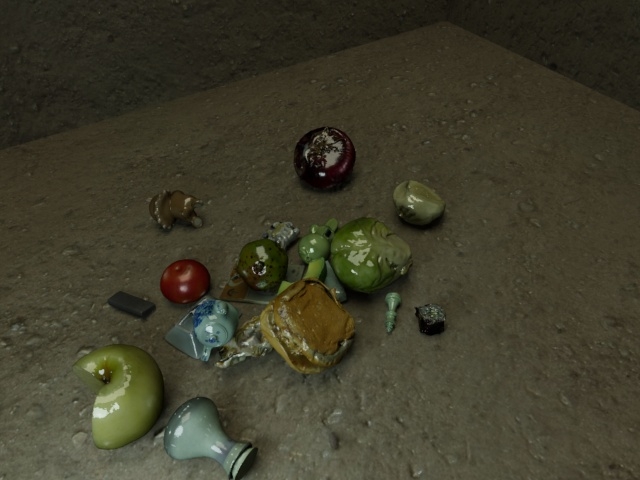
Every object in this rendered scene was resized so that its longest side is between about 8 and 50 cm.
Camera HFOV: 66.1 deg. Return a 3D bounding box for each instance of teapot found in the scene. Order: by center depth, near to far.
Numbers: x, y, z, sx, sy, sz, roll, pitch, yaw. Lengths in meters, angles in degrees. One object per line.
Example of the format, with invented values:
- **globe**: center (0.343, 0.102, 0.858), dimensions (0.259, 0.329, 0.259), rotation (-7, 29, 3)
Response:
- **teapot**: center (-0.310, 0.571, 1.396), dimensions (0.251, 0.183, 0.183), rotation (26, 52, 18)
- **teapot**: center (-0.357, 0.298, 1.650), dimensions (0.159, 0.232, 0.159), rotation (21, 20, -8)

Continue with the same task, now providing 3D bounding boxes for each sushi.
- **sushi**: center (0.372, 0.261, 1.659), dimensions (0.094, 0.084, 0.098), rotation (-8, 45, -1)

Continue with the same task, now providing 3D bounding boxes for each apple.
- **apple**: center (-0.593, 0.460, 1.493), dimensions (0.233, 0.258, 0.295), rotation (-25, 47, -18)

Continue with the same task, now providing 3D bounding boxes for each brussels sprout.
- **brussels sprout**: center (0.176, 0.047, 1.813), dimensions (0.316, 0.243, 0.274), rotation (-23, 50, -24)

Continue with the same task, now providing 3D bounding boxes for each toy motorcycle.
- **toy motorcycle**: center (-0.161, -0.017, 2.076), dimensions (0.151, 0.074, 0.229), rotation (-7, 32, 11)

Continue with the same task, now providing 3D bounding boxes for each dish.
- **dish**: center (-0.433, 0.289, 1.784), dimensions (0.182, 0.080, 0.243), rotation (20, 49, 29)

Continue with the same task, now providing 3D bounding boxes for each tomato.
- **tomato**: center (-0.526, 0.156, 1.905), dimensions (0.195, 0.136, 0.195), rotation (-6, 43, 5)

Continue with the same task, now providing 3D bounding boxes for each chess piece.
- **chess piece**: center (0.249, 0.255, 1.713), dimensions (0.059, 0.059, 0.149), rotation (2, 48, 13)

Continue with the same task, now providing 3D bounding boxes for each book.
- **book**: center (-0.224, 0.165, 1.926), dimensions (0.295, 0.020, 0.208), rotation (3, 43, 13)

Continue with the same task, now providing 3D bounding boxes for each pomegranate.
- **pomegranate**: center (-0.231, 0.082, 1.870), dimensions (0.198, 0.198, 0.246), rotation (-28, 32, -19)

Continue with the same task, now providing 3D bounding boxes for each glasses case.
- **glasses case**: center (-0.735, 0.249, 1.913), dimensions (0.190, 0.042, 0.072), rotation (14, 40, 25)

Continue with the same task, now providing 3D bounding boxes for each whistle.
- **whistle**: center (-0.007, 0.007, 2.005), dimensions (0.141, 0.141, 0.294), rotation (4, 25, 15)

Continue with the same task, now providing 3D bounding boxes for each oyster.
- **oyster**: center (-0.209, 0.331, 1.691), dimensions (0.354, 0.107, 0.201), rotation (-39, 17, -20)

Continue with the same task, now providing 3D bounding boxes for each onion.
- **onion**: center (0.022, -0.385, 2.350), dimensions (0.314, 0.232, 0.314), rotation (-7, 65, 15)

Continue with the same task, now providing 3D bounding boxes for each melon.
- **melon**: center (-0.062, 0.155, 1.815), dimensions (0.209, 0.064, 0.118), rotation (-24, 48, 9)

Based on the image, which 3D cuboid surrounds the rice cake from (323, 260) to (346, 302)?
- **rice cake**: center (0.037, 0.157, 1.851), dimensions (0.069, 0.063, 0.206), rotation (-21, 43, -4)

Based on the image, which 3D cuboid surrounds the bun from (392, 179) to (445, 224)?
- **bun**: center (0.405, -0.149, 2.071), dimensions (0.229, 0.145, 0.229), rotation (21, 26, -11)

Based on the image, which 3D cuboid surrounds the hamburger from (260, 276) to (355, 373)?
- **hamburger**: center (-0.032, 0.276, 1.598), dimensions (0.318, 0.158, 0.319), rotation (20, 49, -24)

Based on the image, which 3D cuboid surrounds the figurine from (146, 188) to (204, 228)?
- **figurine**: center (-0.674, -0.138, 2.228), dimensions (0.247, 0.177, 0.173), rotation (31, 37, 28)
